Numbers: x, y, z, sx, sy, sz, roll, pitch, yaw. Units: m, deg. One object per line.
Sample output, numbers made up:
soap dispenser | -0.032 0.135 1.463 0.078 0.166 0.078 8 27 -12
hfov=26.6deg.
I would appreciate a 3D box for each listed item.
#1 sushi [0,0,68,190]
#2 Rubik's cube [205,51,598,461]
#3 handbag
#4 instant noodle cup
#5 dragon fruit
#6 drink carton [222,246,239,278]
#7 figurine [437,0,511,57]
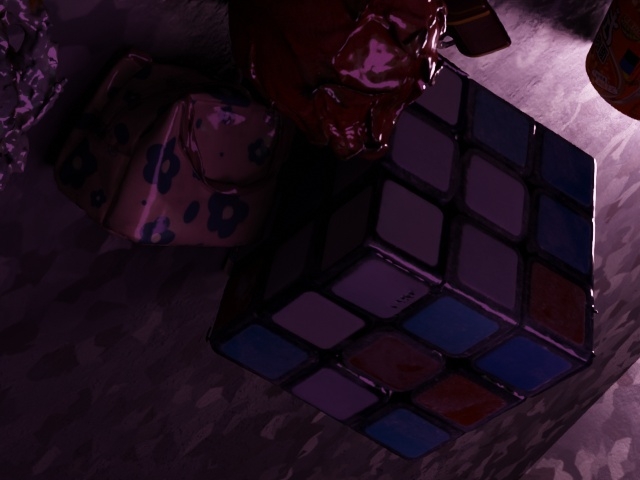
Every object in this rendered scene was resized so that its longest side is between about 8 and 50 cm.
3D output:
sushi | -0.436 -0.147 1.206 0.417 0.176 0.418 -26 140 -24
Rubik's cube | 0.115 0.018 1.734 0.363 0.362 0.359 30 136 -23
handbag | -0.161 -0.109 1.605 0.251 0.190 0.193 2 118 -47
instant noodle cup | 0.557 -0.318 2.178 0.250 0.250 0.192 -21 152 -35
dragon fruit | 0.020 -0.234 1.484 0.244 0.299 0.244 -11 180 0
drink carton | -0.079 -0.005 1.969 0.071 0.056 0.166 -18 143 -44
figurine | 0.205 -0.302 1.917 0.098 0.082 0.154 -32 153 8
